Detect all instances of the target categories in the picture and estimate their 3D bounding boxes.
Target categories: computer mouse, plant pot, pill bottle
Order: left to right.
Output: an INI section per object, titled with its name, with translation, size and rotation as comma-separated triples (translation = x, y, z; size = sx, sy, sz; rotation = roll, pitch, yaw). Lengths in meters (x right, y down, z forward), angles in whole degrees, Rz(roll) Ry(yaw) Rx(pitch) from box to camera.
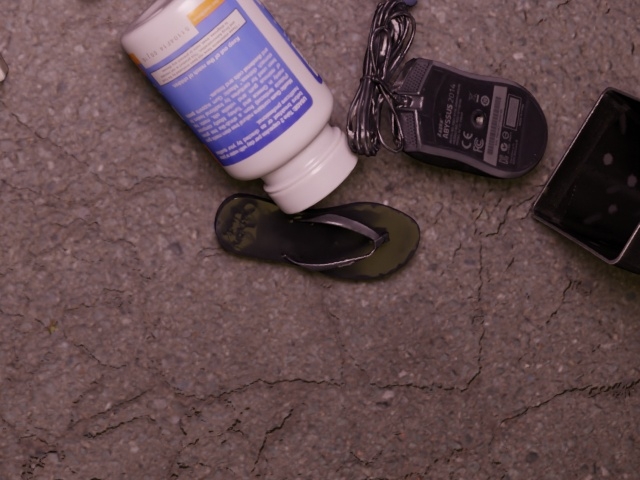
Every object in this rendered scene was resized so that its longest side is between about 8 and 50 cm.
[pill bottle]
translation = -0.082, -0.164, 1.318
size = 0.152, 0.152, 0.272
rotation = -39, 109, 0
[computer mouse]
translation = 0.147, -0.154, 1.395
size = 0.272, 0.072, 0.189
rotation = 18, 79, -27
[plant pot]
translation = 0.407, -0.050, 1.441
size = 0.167, 0.188, 0.187
rotation = 26, 98, -29

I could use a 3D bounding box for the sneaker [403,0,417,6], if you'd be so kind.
[sneaker]
translation = 0.062, -0.323, 1.357
size = 0.144, 0.053, 0.059
rotation = 36, 93, -19

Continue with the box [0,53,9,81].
[box]
translation = -0.481, -0.159, 1.267
size = 0.275, 0.094, 0.113
rotation = -31, 108, -3

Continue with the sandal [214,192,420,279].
[sandal]
translation = -0.001, 0.001, 1.429
size = 0.254, 0.054, 0.097
rotation = 4, 104, -12
